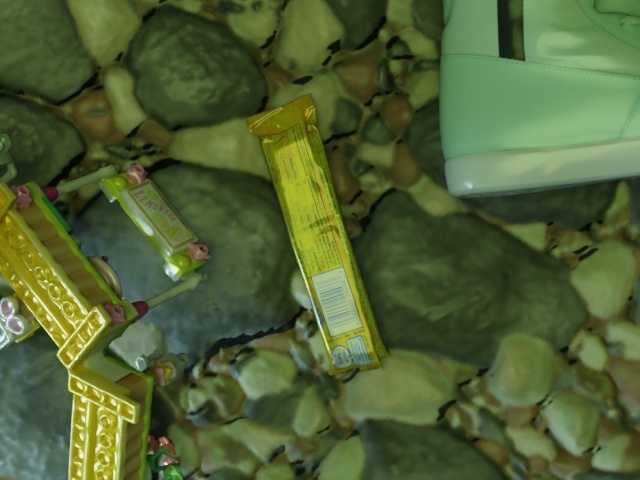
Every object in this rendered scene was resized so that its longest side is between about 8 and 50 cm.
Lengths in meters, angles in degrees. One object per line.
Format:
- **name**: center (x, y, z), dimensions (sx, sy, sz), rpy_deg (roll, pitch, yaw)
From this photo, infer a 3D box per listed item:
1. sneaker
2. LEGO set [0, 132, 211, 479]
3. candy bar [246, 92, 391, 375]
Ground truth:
- **sneaker**: center (0.186, -0.111, 0.739), dimensions (0.256, 0.094, 0.151), rpy_deg (-7, 89, 3)
- **LEGO set**: center (-0.116, 0.062, 0.780), dimensions (0.132, 0.107, 0.287), rpy_deg (-18, 96, 39)
- **candy bar**: center (0.000, 0.000, 0.792), dimensions (0.040, 0.018, 0.161), rpy_deg (-17, 91, 8)
